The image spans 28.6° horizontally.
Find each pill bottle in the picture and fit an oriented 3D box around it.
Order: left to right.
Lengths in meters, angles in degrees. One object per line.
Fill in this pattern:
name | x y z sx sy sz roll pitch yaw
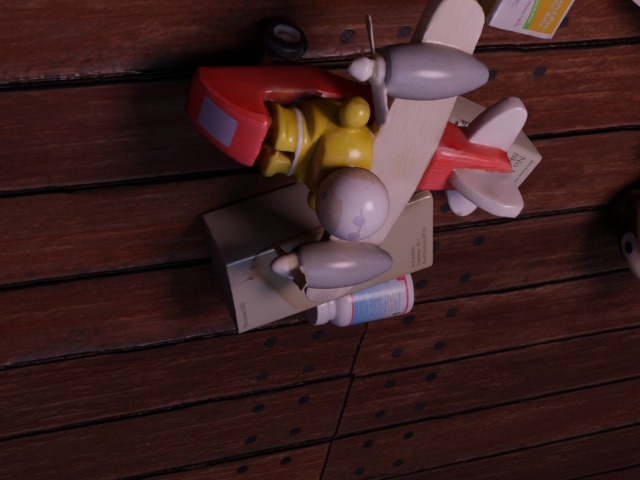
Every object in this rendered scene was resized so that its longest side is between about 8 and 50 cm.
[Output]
pill bottle | 0.057 0.084 1.939 0.160 0.087 0.087 -10 136 -21

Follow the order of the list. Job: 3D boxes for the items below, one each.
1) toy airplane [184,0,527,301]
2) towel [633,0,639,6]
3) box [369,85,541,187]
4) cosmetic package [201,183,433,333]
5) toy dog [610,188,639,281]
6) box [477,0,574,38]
toy airplane | 0.069 -0.091 1.521 0.384 0.272 0.386 -16 126 21
towel | 0.526 -0.361 1.698 0.282 0.049 0.187 36 113 -19
box | 0.176 -0.142 1.766 0.275 0.094 0.113 16 122 -39
cosmetic package | 0.000 0.000 1.801 0.309 0.113 0.160 -20 139 -11
toy dog | 0.666 -0.073 2.025 0.408 0.284 0.395 -34 176 4
box | 0.217 -0.346 1.493 0.103 0.203 0.114 5 129 -33
